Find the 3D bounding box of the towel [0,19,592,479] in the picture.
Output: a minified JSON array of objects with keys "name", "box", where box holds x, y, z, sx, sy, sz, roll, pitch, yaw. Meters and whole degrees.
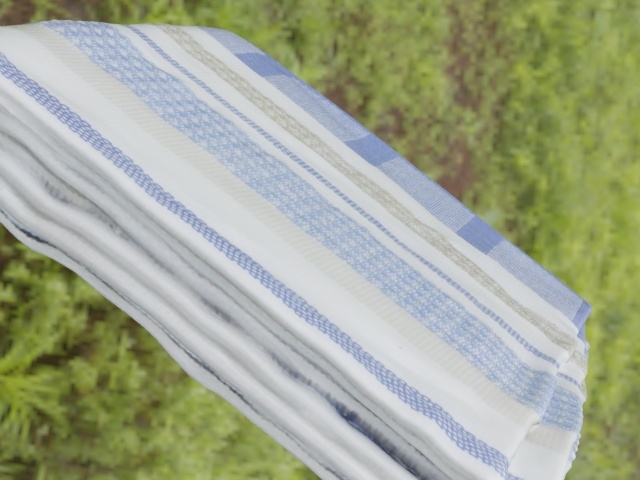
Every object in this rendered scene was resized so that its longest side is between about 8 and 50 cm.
[{"name":"towel","box":[0.000,0.000,0.501,0.034,0.209,0.285,-52,175,14]}]
